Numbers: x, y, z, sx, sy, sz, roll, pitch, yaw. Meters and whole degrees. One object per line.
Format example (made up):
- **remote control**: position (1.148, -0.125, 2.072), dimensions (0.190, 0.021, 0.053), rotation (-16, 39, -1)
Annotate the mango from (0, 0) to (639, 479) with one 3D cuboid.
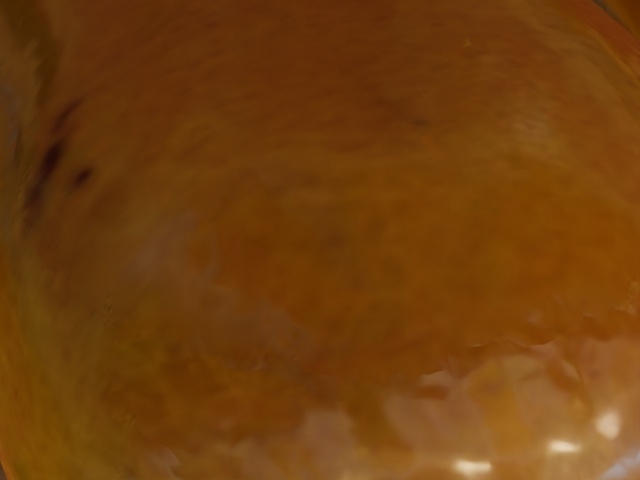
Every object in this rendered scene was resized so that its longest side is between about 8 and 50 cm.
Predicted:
- **mango**: position (0.000, 0.000, 0.526), dimensions (0.211, 0.317, 0.173), rotation (-18, 136, -19)
